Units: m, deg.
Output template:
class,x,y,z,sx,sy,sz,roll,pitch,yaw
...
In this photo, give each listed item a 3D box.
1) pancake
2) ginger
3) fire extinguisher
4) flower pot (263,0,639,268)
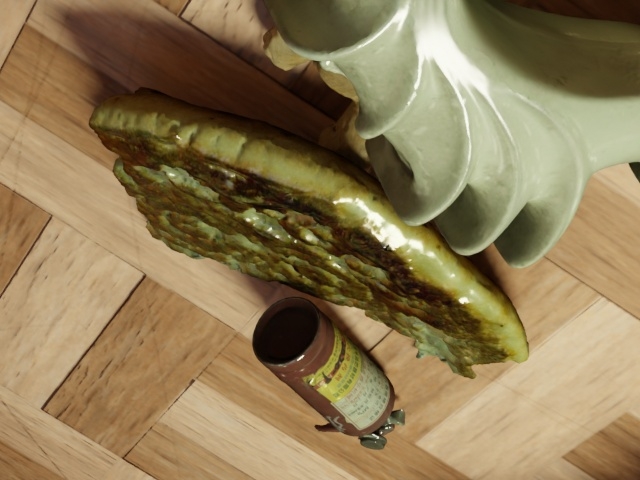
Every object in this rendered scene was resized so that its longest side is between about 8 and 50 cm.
class,x,y,z,sx,sy,sz,roll,pitch,yaw
pancake,0.000,-0.002,1.384,0.426,0.067,0.305,23,161,1
ginger,0.014,-0.148,1.253,0.149,0.065,0.259,27,146,10
fire extinguisher,0.014,0.140,1.542,0.106,0.075,0.252,19,162,39
flower pot,0.123,-0.140,1.078,0.254,0.165,0.368,-30,125,5
